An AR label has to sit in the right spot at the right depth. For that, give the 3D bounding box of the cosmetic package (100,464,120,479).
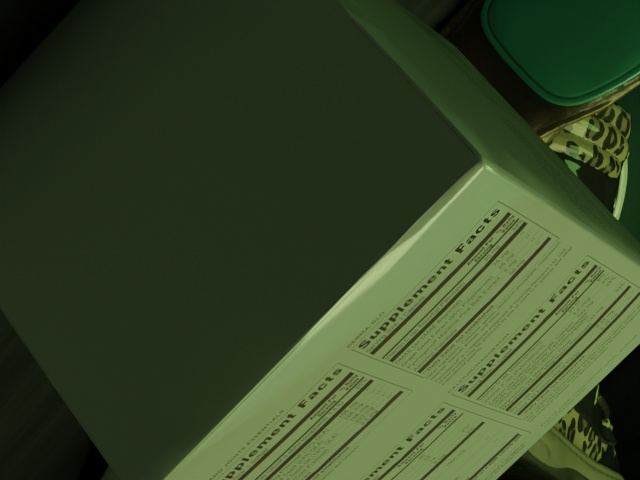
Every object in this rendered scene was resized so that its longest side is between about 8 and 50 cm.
[{"bbox_3d":[-0.085,0.248,1.548,0.217,0.156,0.385,-33,168,-30],"label":"cosmetic package"}]

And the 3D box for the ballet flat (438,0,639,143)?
[{"bbox_3d":[0.121,-0.101,1.237,0.342,0.116,0.124,-42,179,3],"label":"ballet flat"}]

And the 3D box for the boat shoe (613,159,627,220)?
[{"bbox_3d":[0.149,0.022,1.661,0.099,0.116,0.319,9,126,-47],"label":"boat shoe"}]

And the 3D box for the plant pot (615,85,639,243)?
[{"bbox_3d":[0.299,-0.064,1.733,0.234,0.165,0.165,-40,168,17],"label":"plant pot"}]

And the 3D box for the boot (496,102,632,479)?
[{"bbox_3d":[0.168,0.046,1.435,0.377,0.138,0.284,31,67,-64],"label":"boot"}]

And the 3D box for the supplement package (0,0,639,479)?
[{"bbox_3d":[0.000,0.000,0.874,0.198,0.199,0.263,-45,151,11],"label":"supplement package"}]
